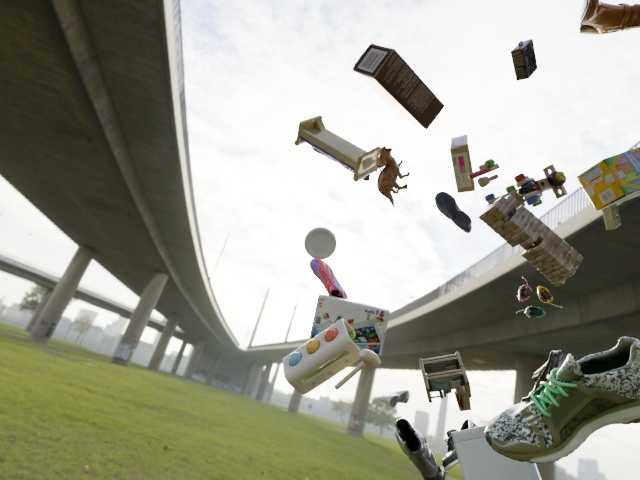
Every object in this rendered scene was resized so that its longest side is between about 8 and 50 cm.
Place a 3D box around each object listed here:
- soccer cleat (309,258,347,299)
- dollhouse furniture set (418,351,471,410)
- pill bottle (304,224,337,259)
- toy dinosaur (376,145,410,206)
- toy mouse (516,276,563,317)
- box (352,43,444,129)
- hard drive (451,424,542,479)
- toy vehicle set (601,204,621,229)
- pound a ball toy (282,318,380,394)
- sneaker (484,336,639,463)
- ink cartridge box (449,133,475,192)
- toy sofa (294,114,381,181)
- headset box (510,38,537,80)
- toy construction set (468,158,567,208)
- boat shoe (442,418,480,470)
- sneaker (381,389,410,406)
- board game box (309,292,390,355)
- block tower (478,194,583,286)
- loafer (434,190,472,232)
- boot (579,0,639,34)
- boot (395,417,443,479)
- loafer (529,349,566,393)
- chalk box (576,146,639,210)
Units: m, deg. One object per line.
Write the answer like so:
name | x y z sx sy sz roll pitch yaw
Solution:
soccer cleat | 0.036 0.183 1.792 0.248 0.083 0.095 55 8 1
dollhouse furniture set | 0.397 0.472 1.269 0.129 0.129 0.183 -12 -64 10
pill bottle | 0.000 0.000 1.690 0.131 0.131 0.229 17 6 -2
toy dinosaur | 0.335 -0.325 2.050 0.200 0.295 0.127 3 14 -18
toy mouse | 0.709 0.208 1.368 0.161 0.143 0.031 53 -9 8
box | 0.338 -0.650 1.723 0.381 0.143 0.191 30 13 -38
hard drive | 0.584 0.784 1.292 0.233 0.353 0.047 -26 -35 26
toy vehicle set | 1.379 -0.141 1.922 0.035 0.166 0.267 -14 -3 41
pound a ball toy | 0.025 0.408 1.405 0.319 0.208 0.135 -36 -64 9
sneaker | 0.543 0.332 0.897 0.182 0.410 0.158 61 5 -14
ink cartridge box | 0.698 -0.378 1.984 0.088 0.193 0.234 -7 -65 24
toy sofa | 0.066 -0.383 1.759 0.362 0.150 0.177 36 -45 23
headset box | 0.500 -0.447 0.991 0.032 0.062 0.083 6 -46 49
toy construction set | 0.751 -0.203 1.510 0.237 0.309 0.257 -23 -36 -14
boat shoe | 0.590 0.854 1.718 0.340 0.113 0.127 -8 -38 -43
sneaker | 0.297 0.611 1.586 0.152 0.053 0.061 11 -6 -43
board game box | 0.122 0.350 1.699 0.305 0.192 0.053 12 1 6
block tower | 0.690 -0.006 1.321 0.335 0.091 0.097 44 -27 5
loafer | 0.732 -0.151 2.236 0.109 0.302 0.095 -34 -44 8
boot | 0.777 -0.604 1.066 0.152 0.072 0.197 12 14 31
boot | 0.380 0.828 1.704 0.222 0.118 0.338 59 -10 -14
loafer | 0.780 0.475 1.405 0.080 0.220 0.078 7 13 -37
chalk box | 0.960 -0.202 1.261 0.213 0.132 0.132 -19 -16 -9
